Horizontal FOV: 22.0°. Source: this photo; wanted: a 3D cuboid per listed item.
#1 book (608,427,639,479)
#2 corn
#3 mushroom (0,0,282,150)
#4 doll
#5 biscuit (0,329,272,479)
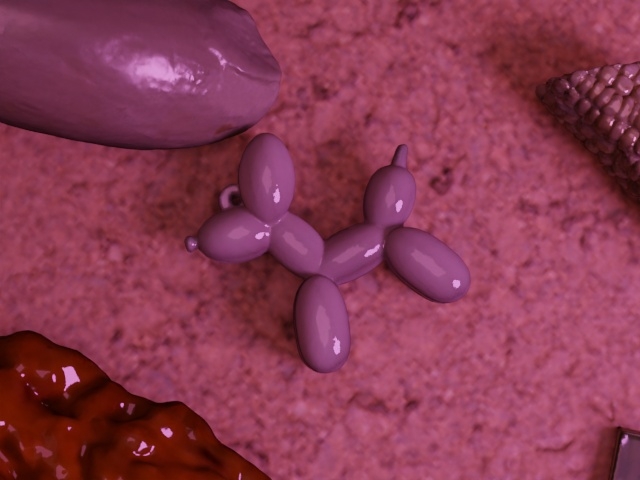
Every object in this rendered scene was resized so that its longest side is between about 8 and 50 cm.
[{"bbox_3d":[0.279,0.304,1.109,0.228,0.018,0.322,11,86,-3],"label":"book"},{"bbox_3d":[0.242,-0.050,1.095,0.087,0.087,0.211,-41,87,-5],"label":"corn"},{"bbox_3d":[-0.192,-0.125,1.029,0.350,0.128,0.128,2,86,-27],"label":"mushroom"},{"bbox_3d":[0.000,0.000,1.086,0.161,0.059,0.160,-28,89,-4],"label":"doll"},{"bbox_3d":[-0.183,0.208,0.972,0.318,0.110,0.312,31,53,2],"label":"biscuit"}]
